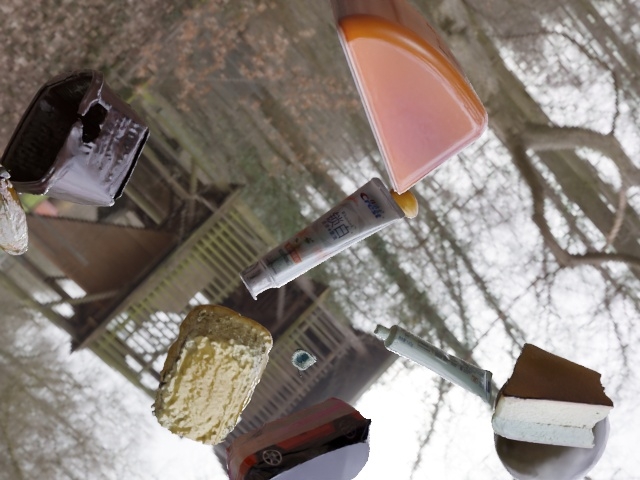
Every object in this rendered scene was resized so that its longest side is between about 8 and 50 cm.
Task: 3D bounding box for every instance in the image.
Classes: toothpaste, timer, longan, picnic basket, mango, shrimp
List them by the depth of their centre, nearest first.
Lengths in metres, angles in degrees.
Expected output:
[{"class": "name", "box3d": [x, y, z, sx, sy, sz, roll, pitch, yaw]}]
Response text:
[{"class": "timer", "box3d": [0.096, -0.242, 1.184, 0.161, 0.250, 0.257, -32, -153, 15]}, {"class": "shrimp", "box3d": [-0.480, -0.070, 1.216, 0.062, 0.154, 0.294, -41, 173, -28]}, {"class": "picnic basket", "box3d": [-0.392, -0.152, 1.359, 0.296, 0.129, 0.223, 7, -108, 53]}, {"class": "toothpaste", "box3d": [0.000, 0.000, 1.582, 0.323, 0.100, 0.066, -32, 161, -8]}, {"class": "toothpaste", "box3d": [0.218, 0.224, 1.616, 0.047, 0.268, 0.069, -59, -166, 15]}, {"class": "longan", "box3d": [0.454, 0.377, 1.701, 0.246, 0.215, 0.246, -23, -159, 9]}, {"class": "mango", "box3d": [0.201, -0.092, 2.046, 0.060, 0.089, 0.046, -40, 178, 15]}, {"class": "picnic basket", "box3d": [-0.047, 0.348, 2.469, 0.065, 0.083, 0.083, -39, -142, 9]}]

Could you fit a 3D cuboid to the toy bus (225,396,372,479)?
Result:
[{"class": "toy bus", "box3d": [-0.043, 0.421, 1.661, 0.302, 0.128, 0.147, -14, -150, -31]}]

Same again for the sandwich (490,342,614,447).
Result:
[{"class": "sandwich", "box3d": [0.410, 0.292, 1.498, 0.220, 0.186, 0.108, -34, 144, -60]}]

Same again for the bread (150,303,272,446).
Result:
[{"class": "bread", "box3d": [-0.195, 0.240, 1.506, 0.121, 0.174, 0.246, -103, -145, -72]}]
